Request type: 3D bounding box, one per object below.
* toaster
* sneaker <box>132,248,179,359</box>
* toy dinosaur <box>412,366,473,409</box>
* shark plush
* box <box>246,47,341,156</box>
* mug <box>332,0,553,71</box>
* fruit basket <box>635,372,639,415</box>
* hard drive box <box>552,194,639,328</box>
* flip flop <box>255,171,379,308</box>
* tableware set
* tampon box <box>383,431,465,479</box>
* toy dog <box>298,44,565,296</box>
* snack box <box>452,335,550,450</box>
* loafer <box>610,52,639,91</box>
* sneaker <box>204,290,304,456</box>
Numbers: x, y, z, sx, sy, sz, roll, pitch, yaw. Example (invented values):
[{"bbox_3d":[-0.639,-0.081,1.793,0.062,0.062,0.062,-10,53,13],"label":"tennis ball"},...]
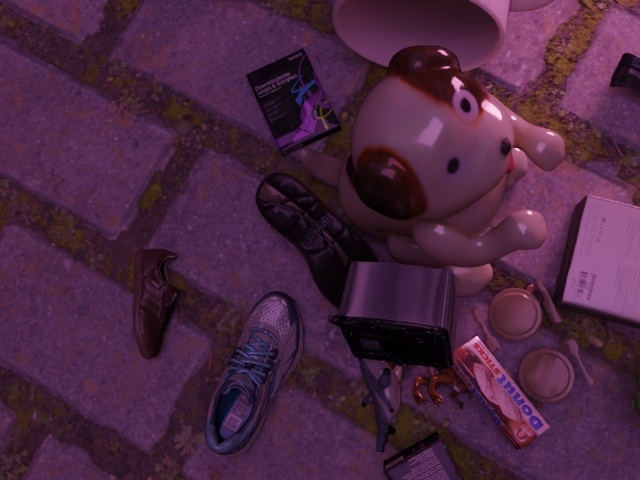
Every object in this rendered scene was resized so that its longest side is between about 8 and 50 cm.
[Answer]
[{"bbox_3d":[0.118,0.115,1.152,0.168,0.185,0.110,4,64,15],"label":"toaster"},{"bbox_3d":[-0.276,0.105,1.288,0.071,0.066,0.188,-6,81,4],"label":"sneaker"},{"bbox_3d":[0.192,0.212,1.237,0.211,0.064,0.112,39,56,10],"label":"toy dinosaur"},{"bbox_3d":[0.099,0.262,1.248,0.067,0.073,0.161,-3,101,25],"label":"shark plush"},{"bbox_3d":[-0.049,-0.245,1.341,0.116,0.029,0.162,-25,78,1],"label":"box"},{"bbox_3d":[0.229,-0.475,1.224,0.374,0.276,0.328,8,76,13],"label":"mug"},{"bbox_3d":[0.651,0.271,1.050,0.392,0.283,0.392,-2,97,-15],"label":"fruit basket"},{"bbox_3d":[0.510,0.047,1.207,0.232,0.089,0.181,16,83,8],"label":"hard drive box"},{"bbox_3d":[0.000,0.000,1.264,0.112,0.080,0.277,-43,95,7],"label":"flip flop"},{"bbox_3d":[0.343,0.169,1.232,0.128,0.039,0.194,-27,73,13],"label":"tableware set"},{"bbox_3d":[0.178,0.395,1.167,0.101,0.120,0.161,-29,79,0],"label":"tampon box"},{"bbox_3d":[0.159,-0.122,1.108,0.395,0.408,0.284,27,84,9],"label":"toy dog"},{"bbox_3d":[0.277,0.238,1.192,0.064,0.022,0.178,-27,69,-27],"label":"snack box"},{"bbox_3d":[0.570,-0.249,1.272,0.170,0.062,0.061,33,107,13],"label":"loafer"},{"bbox_3d":[-0.105,0.217,1.224,0.110,0.122,0.283,18,83,8],"label":"sneaker"}]
